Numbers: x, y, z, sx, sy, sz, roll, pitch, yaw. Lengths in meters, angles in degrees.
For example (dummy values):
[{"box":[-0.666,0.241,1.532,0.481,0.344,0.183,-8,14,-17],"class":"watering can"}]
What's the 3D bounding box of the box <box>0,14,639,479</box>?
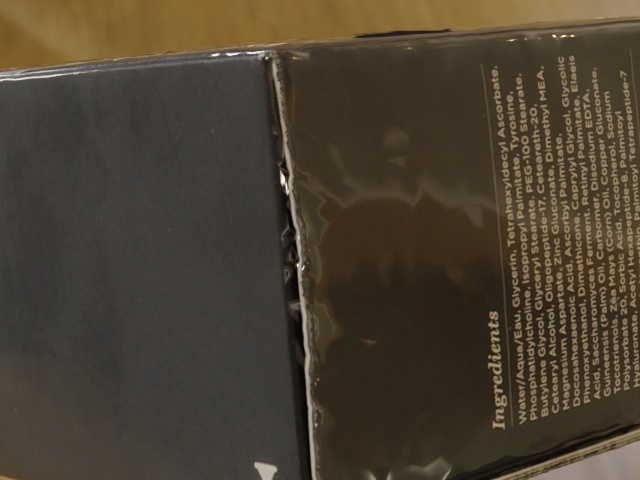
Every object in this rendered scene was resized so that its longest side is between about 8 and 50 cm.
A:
[{"box":[0.000,0.000,1.215,0.471,0.480,0.297,-12,99,-42],"class":"box"}]
